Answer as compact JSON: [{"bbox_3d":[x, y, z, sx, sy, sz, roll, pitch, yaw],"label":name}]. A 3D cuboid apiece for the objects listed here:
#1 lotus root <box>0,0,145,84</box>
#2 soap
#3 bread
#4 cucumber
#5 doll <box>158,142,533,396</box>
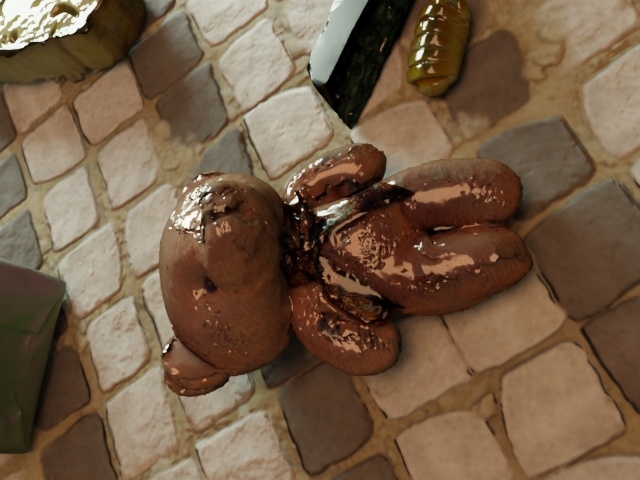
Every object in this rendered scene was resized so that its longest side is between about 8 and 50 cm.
[{"bbox_3d":[-0.307,-0.252,0.963,0.261,0.074,0.170,3,76,31],"label":"lotus root"},{"bbox_3d":[-0.374,0.103,0.853,0.199,0.138,0.182,3,78,29],"label":"soap"},{"bbox_3d":[0.097,-0.164,0.734,0.049,0.034,0.088,10,81,37],"label":"bread"},{"bbox_3d":[0.042,-0.212,0.775,0.070,0.046,0.220,26,89,40],"label":"cucumber"},{"bbox_3d":[0.000,0.000,0.673,0.303,0.156,0.201,-14,62,20],"label":"doll"}]
